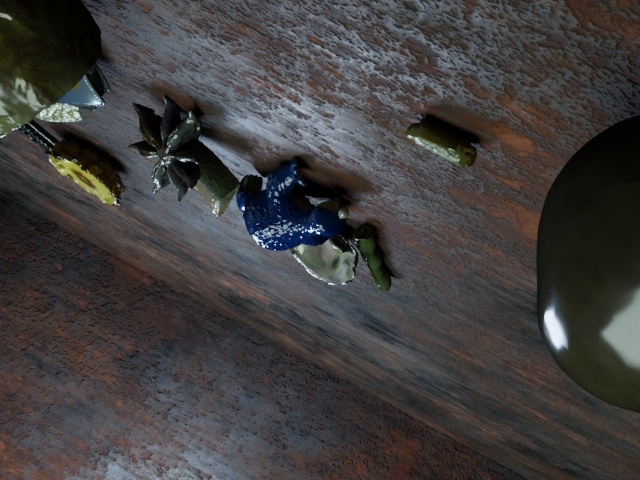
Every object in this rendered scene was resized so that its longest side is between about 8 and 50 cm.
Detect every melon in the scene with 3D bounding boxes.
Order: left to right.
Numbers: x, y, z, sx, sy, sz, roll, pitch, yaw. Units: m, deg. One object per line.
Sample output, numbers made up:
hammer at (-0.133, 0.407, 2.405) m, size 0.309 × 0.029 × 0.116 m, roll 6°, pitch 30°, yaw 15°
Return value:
melon at (-0.218, -0.133, 1.564) m, size 0.182 × 0.054 × 0.098 m, roll 53°, pitch 155°, yaw 5°

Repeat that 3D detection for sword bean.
sword bean at (0.097, 0.034, 1.628) m, size 0.043 × 0.038 × 0.269 m, roll 50°, pitch 175°, yaw 26°

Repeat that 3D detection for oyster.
oyster at (0.000, 0.000, 1.647) m, size 0.191 × 0.081 × 0.163 m, roll 43°, pitch 148°, yaw 5°

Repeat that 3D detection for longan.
longan at (0.322, 0.016, 0.767) m, size 0.300 × 0.300 × 0.243 m, roll 49°, pitch -164°, yaw -53°

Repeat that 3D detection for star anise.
star anise at (-0.255, -0.159, 1.495) m, size 0.180 × 0.061 × 0.205 m, roll 33°, pitch 133°, yaw 22°

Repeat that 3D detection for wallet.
wallet at (-0.440, -0.300, 1.405) m, size 0.170 × 0.069 × 0.231 m, roll 13°, pitch 155°, yaw 21°

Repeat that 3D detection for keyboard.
keyboard at (-0.724, -0.294, 2.091) m, size 0.106 × 0.027 × 0.317 m, roll 17°, pitch 161°, yaw 40°

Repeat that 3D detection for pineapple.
pineapple at (-0.540, -0.165, 2.077) m, size 0.224 × 0.076 × 0.225 m, roll 28°, pitch 163°, yaw 10°

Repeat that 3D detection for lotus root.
lotus root at (-0.472, -0.314, 1.144) m, size 0.346 × 0.251 × 0.250 m, roll 40°, pitch 162°, yaw -34°

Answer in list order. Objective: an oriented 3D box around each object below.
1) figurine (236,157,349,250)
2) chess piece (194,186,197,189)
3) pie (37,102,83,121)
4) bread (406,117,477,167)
figurine at (-0.050, -0.038, 1.492) m, size 0.164 × 0.121 × 0.262 m, roll 39°, pitch 161°, yaw -20°
chess piece at (-0.224, -0.119, 1.713) m, size 0.083 × 0.038 × 0.084 m, roll 27°, pitch 167°, yaw 7°
pie at (-0.555, -0.302, 1.602) m, size 0.257 × 0.106 × 0.274 m, roll 9°, pitch 158°, yaw 28°
bread at (0.143, -0.115, 1.042) m, size 0.088 × 0.034 × 0.049 m, roll 30°, pitch 180°, yaw 14°
